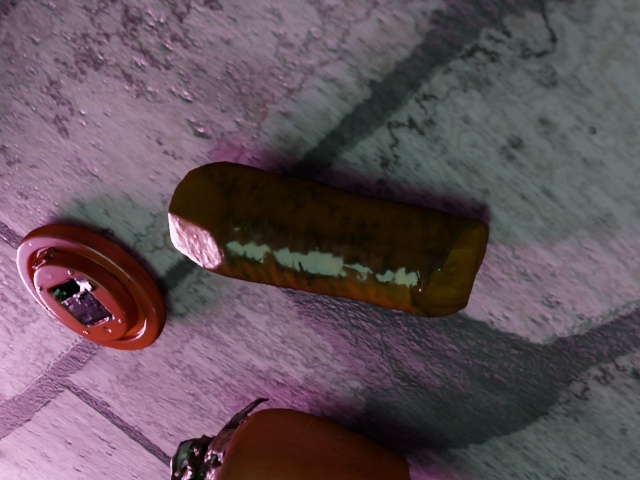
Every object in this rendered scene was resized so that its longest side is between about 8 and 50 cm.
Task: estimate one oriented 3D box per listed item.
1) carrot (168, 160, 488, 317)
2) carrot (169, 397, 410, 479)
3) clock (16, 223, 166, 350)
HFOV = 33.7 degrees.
[{"bbox_3d":[0.000,0.000,1.006,0.301,0.114,0.114,13,139,20],"label":"carrot"},{"bbox_3d":[-0.033,0.307,1.300,0.331,0.214,0.193,15,111,13],"label":"carrot"},{"bbox_3d":[-0.285,0.063,1.306,0.205,0.051,0.205,19,141,16],"label":"clock"}]
